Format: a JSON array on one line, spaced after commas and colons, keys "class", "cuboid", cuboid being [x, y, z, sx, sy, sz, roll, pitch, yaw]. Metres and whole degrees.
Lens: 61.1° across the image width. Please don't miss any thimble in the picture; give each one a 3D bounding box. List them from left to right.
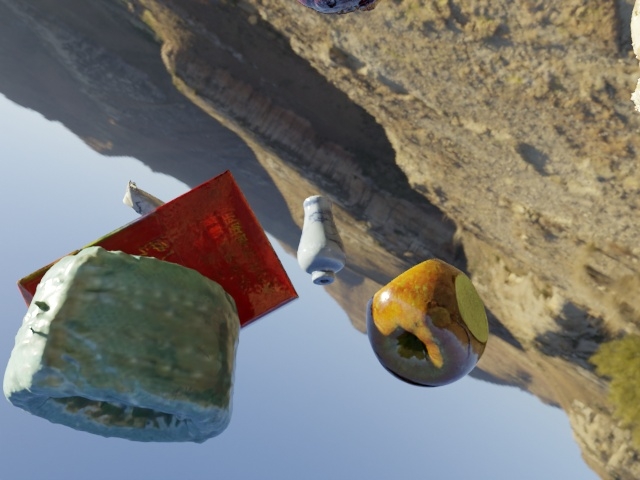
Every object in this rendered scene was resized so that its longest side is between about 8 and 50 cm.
[{"class": "thimble", "cuboid": [-0.187, 0.110, 0.542, 0.198, 0.143, 0.235, -11, 146, 23]}]

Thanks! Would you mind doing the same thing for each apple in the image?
[{"class": "apple", "cuboid": [0.135, 0.103, 0.705, 0.163, 0.146, 0.147, 56, -145, -11]}]

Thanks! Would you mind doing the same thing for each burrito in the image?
[{"class": "burrito", "cuboid": [-0.359, -0.059, 1.236, 0.203, 0.064, 0.064, 35, 180, -23]}]

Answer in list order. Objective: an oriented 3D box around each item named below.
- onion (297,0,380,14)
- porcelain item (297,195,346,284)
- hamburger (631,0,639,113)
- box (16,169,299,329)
[{"class": "onion", "cuboid": [0.044, -0.488, 0.827, 0.221, 0.281, 0.281, 31, -178, -20]}, {"class": "porcelain item", "cuboid": [0.000, 0.000, 1.584, 0.141, 0.259, 0.141, -5, 156, -2]}, {"class": "hamburger", "cuboid": [0.753, -0.401, 0.961, 0.286, 0.269, 0.445, -5, 177, 7]}, {"class": "box", "cuboid": [-0.210, 0.068, 0.733, 0.198, 0.313, 0.089, 60, 175, 6]}]
